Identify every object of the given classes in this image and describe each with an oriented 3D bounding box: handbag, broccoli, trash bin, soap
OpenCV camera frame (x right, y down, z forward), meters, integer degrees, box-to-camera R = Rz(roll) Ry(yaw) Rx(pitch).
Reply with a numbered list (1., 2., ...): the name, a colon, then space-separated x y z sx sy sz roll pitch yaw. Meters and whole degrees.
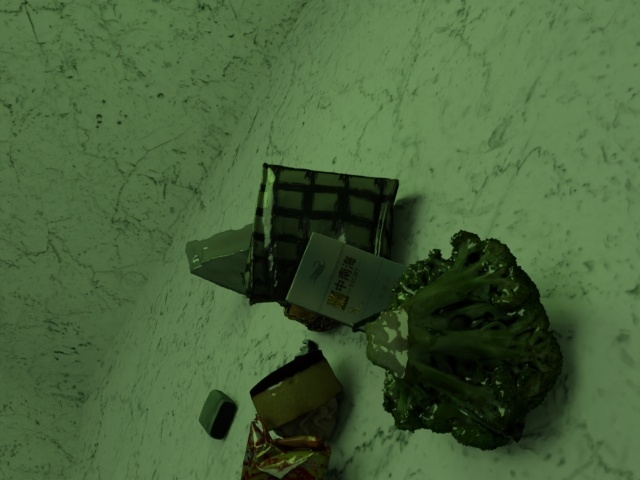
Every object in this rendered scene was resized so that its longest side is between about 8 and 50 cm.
1. handbag: 0.000 0.000 1.447 0.162 0.325 0.327 86 -168 -68
2. broccoli: 0.185 0.154 0.970 0.303 0.283 0.321 -23 65 43
3. trash bin: -0.304 0.511 1.898 0.130 0.059 0.116 6 71 66
4. soap: -0.250 0.007 2.021 0.302 0.257 0.159 -54 25 22

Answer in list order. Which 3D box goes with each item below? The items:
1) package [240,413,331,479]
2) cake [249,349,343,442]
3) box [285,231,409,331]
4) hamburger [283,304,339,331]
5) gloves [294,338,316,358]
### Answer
1. package: -0.072 0.497 1.234 0.223 0.108 0.288 2 81 40
2. cake: -0.033 0.356 1.391 0.185 0.178 0.207 -30 3 22
3. box: 0.069 0.097 1.301 0.067 0.242 0.155 87 -157 -77
4. hamburger: 0.004 0.117 1.587 0.231 0.106 0.231 -43 30 33
5. gloves: -0.038 0.279 1.615 0.086 0.026 0.064 -51 26 39
